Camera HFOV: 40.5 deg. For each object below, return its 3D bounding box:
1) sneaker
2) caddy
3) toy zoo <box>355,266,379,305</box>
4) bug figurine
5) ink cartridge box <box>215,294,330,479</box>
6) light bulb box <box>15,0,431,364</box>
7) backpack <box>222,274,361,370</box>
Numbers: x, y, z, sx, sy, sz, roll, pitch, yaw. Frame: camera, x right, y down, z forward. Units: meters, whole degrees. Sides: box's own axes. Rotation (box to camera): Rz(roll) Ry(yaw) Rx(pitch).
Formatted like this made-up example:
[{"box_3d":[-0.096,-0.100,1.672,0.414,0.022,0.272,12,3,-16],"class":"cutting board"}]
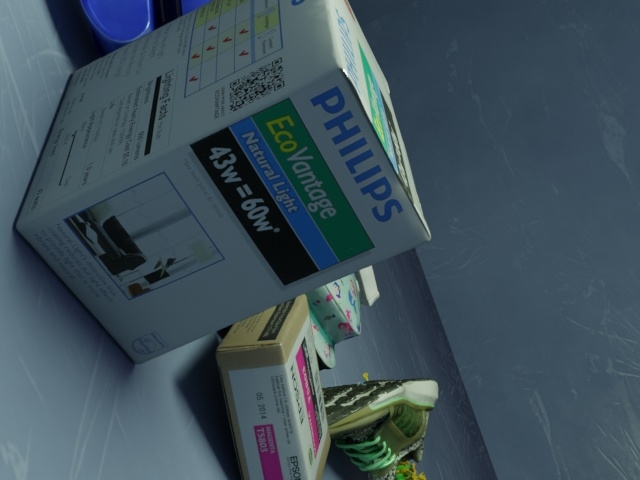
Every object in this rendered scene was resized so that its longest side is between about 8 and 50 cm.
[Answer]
[{"box_3d":[0.097,0.332,1.472,0.410,0.158,0.181,7,76,-57],"class":"sneaker"},{"box_3d":[-0.211,-0.372,1.206,0.179,0.242,0.341,103,-19,-80],"class":"caddy"},{"box_3d":[0.000,0.000,1.444,0.192,0.030,0.293,24,-35,35],"class":"toy zoo"},{"box_3d":[0.139,0.404,1.749,0.279,0.072,0.216,55,19,-49],"class":"bug figurine"},{"box_3d":[-0.054,0.209,1.130,0.193,0.088,0.234,-68,150,-73],"class":"ink cartridge box"},{"box_3d":[-0.102,-0.109,0.994,0.225,0.361,0.357,58,16,-34],"class":"light bulb box"},{"box_3d":[-0.051,0.064,1.337,0.225,0.191,0.253,60,9,-25],"class":"backpack"}]
